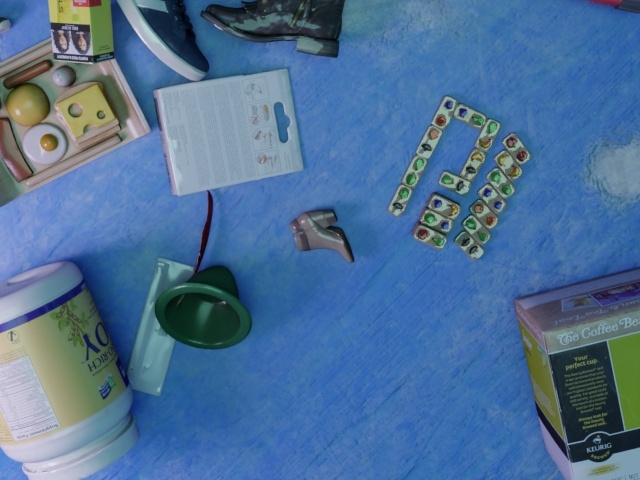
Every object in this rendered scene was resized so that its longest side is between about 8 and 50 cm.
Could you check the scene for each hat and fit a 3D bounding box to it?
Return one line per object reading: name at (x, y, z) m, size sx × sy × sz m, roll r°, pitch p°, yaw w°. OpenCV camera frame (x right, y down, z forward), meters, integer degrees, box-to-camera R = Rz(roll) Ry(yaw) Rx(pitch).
hat at (-0.189, 0.066, 1.817) m, size 0.173 × 0.183 × 0.208 m, roll 25°, pitch 135°, yaw -15°

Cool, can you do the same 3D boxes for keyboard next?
keyboard at (-0.294, 0.158, 1.836) m, size 0.072 × 0.014 × 0.256 m, roll 15°, pitch 101°, yaw -10°

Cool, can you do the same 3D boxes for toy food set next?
toy food set at (-0.468, -0.216, 1.708) m, size 0.306 × 0.092 × 0.219 m, roll -25°, pitch 101°, yaw 4°

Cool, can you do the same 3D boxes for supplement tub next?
supplement tub at (-0.466, 0.227, 1.726) m, size 0.241 × 0.241 × 0.331 m, roll -21°, pitch 102°, yaw 2°

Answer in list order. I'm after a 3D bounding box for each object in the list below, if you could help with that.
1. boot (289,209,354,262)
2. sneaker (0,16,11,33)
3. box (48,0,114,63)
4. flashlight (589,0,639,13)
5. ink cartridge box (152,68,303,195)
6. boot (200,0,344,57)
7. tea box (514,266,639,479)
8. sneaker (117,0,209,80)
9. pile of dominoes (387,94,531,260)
boot at (0.000, 0.000, 1.801) m, size 0.087 × 0.042 × 0.118 m, roll -22°, pitch 101°, yaw 9°
sneaker at (-0.601, -0.369, 1.690) m, size 0.158 × 0.061 × 0.064 m, roll -7°, pitch 96°, yaw -1°
box at (-0.382, -0.400, 1.594) m, size 0.087 × 0.058 × 0.232 m, roll 10°, pitch 111°, yaw 25°
flashlight at (0.407, -0.461, 1.688) m, size 0.304 × 0.103 × 0.103 m, roll 13°, pitch 75°, yaw -4°
ink cartridge box at (-0.160, -0.190, 1.758) m, size 0.232 × 0.066 × 0.189 m, roll -14°, pitch 103°, yaw -21°
boot at (-0.054, -0.437, 1.678) m, size 0.263 × 0.091 × 0.229 m, roll 10°, pitch 103°, yaw -8°
tea box at (0.551, 0.236, 1.776) m, size 0.329 × 0.220 × 0.323 m, roll -13°, pitch 103°, yaw 0°
sneaker at (-0.265, -0.432, 1.650) m, size 0.148 × 0.131 × 0.350 m, roll -34°, pitch 101°, yaw 9°
pile of dominoes at (0.252, -0.103, 1.786) m, size 0.196 × 0.040 × 0.251 m, roll 25°, pitch 100°, yaw -7°
